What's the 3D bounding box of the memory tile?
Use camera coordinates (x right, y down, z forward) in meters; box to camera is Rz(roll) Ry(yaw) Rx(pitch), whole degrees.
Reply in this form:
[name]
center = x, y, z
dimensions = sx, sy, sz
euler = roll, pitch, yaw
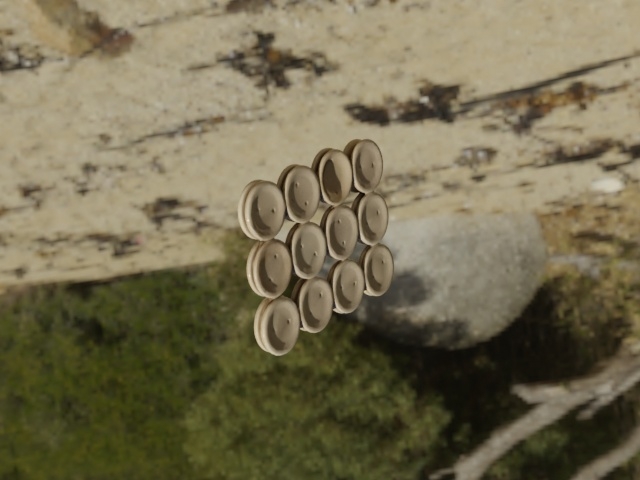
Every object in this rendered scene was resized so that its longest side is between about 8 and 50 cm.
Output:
[memory tile]
center = 0.000, 0.000, 0.779
dimensions = 0.012, 0.113, 0.148
euler = 5, -160, 37
